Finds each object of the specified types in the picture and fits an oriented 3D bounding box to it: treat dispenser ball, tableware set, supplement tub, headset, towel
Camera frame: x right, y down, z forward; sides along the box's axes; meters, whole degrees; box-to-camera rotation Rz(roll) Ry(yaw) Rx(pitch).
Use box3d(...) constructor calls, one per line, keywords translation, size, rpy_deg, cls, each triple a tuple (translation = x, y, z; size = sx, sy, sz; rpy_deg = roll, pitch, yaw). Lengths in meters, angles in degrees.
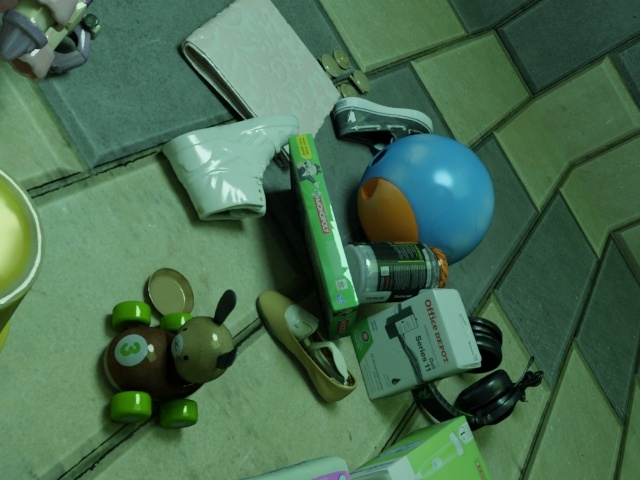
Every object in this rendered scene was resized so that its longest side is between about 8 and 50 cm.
box3d(translation=(0.221, -0.082, 1.490), size=(0.288, 0.288, 0.288), rpy_deg=(31, 45, -36), cls="treat dispenser ball")
box3d(translation=(0.063, -0.415, 1.760), size=(0.141, 0.020, 0.169), rpy_deg=(53, 36, -8), cls="tableware set")
box3d(translation=(0.137, 0.059, 1.324), size=(0.190, 0.117, 0.117), rpy_deg=(0, 64, -25), cls="supplement tub")
box3d(translation=(0.337, 0.300, 1.542), size=(0.394, 0.185, 0.243), rpy_deg=(9, 55, -32), cls="headset")
box3d(translation=(-0.108, -0.347, 1.464), size=(0.317, 0.053, 0.332), rpy_deg=(50, 37, -18), cls="towel")

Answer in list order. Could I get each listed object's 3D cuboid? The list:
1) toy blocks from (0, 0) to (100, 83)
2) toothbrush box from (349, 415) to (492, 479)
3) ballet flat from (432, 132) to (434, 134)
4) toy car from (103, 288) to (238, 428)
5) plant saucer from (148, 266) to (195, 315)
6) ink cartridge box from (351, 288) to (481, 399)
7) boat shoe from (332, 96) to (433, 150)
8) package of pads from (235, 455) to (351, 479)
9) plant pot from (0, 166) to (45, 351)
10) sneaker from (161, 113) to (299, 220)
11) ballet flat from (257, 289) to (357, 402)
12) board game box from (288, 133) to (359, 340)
box3d(translation=(-0.457, -0.303, 0.892), size=(0.288, 0.309, 0.260), rpy_deg=(35, 74, -15), cls="toy blocks")
box3d(translation=(0.183, 0.453, 1.212), size=(0.283, 0.122, 0.206), rpy_deg=(-10, 75, -55), cls="toothbrush box")
box3d(translation=(0.268, -0.133, 1.751), size=(0.123, 0.123, 0.349), rpy_deg=(17, 54, -45), cls="ballet flat")
box3d(translation=(-0.174, 0.142, 0.915), size=(0.149, 0.188, 0.155), rpy_deg=(22, 50, -43), cls="toy car")
box3d(translation=(-0.225, 0.081, 1.046), size=(0.083, 0.015, 0.083), rpy_deg=(31, 44, -36), cls="plant saucer")
box3d(translation=(0.172, 0.193, 1.304), size=(0.087, 0.208, 0.153), rpy_deg=(6, 62, -50), cls="ink cartridge box")
box3d(translation=(0.159, -0.262, 1.692), size=(0.301, 0.108, 0.102), rpy_deg=(7, 67, -41), cls="boat shoe")
box3d(translation=(-0.024, 0.463, 0.961), size=(0.229, 0.101, 0.297), rpy_deg=(4, 64, -49), cls="package of pads")
box3d(translation=(-0.395, 0.035, 0.667), size=(0.254, 0.239, 0.254), rpy_deg=(31, 46, -37), cls="plant pot")
box3d(translation=(-0.126, -0.121, 1.240), size=(0.292, 0.108, 0.169), rpy_deg=(-24, 87, -43), cls="sneaker")
box3d(translation=(-0.015, 0.171, 1.200), size=(0.232, 0.073, 0.080), rpy_deg=(55, 37, -9), cls="ballet flat")
box3d(translation=(0.000, 0.000, 1.250), size=(0.213, 0.046, 0.317), rpy_deg=(96, -19, -69), cls="board game box")
